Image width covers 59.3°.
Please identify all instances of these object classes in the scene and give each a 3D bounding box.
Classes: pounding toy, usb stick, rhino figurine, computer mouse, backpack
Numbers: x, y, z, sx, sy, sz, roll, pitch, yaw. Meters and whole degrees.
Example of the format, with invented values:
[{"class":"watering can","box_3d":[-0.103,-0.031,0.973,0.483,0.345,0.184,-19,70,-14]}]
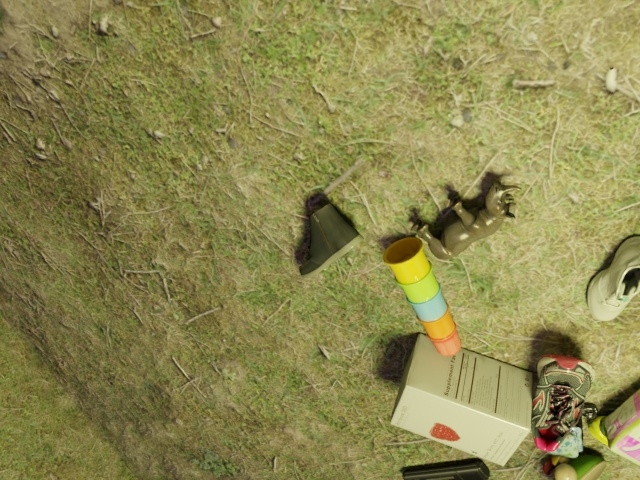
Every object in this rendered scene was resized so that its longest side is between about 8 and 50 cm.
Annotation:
[{"class":"pounding toy","box_3d":[0.627,0.609,1.467,0.110,0.237,0.183,44,118,41]},{"class":"usb stick","box_3d":[0.380,0.714,1.716,0.278,0.045,0.077,-25,121,35]},{"class":"rhino figurine","box_3d":[0.301,-0.042,1.133,0.106,0.073,0.243,45,128,-10]},{"class":"computer mouse","box_3d":[0.599,0.355,1.345,0.106,0.042,0.193,1,131,31]},{"class":"backpack","box_3d":[0.600,0.489,1.421,0.114,0.084,0.105,-1,123,27]}]

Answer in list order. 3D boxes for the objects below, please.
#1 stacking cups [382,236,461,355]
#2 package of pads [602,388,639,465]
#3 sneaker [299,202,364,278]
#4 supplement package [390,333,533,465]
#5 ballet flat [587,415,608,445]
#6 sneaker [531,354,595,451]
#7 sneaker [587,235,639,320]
[{"class":"stacking cups","box_3d":[0.247,0.143,1.285,0.096,0.096,0.316,-13,120,30]},{"class":"package of pads","box_3d":[0.806,0.399,1.237,0.229,0.101,0.296,28,123,-1]},{"class":"sneaker","box_3d":[0.000,0.000,1.301,0.118,0.083,0.222,54,136,2]},{"class":"supplement package","box_3d":[0.345,0.390,1.386,0.293,0.175,0.177,18,132,9]},{"class":"ballet flat","box_3d":[0.764,0.505,1.383,0.231,0.077,0.077,31,153,1]},{"class":"sneaker","box_3d":[0.544,0.367,1.271,0.121,0.112,0.299,9,135,23]},{"class":"sneaker","box_3d":[0.589,0.096,1.109,0.080,0.094,0.212,14,131,10]}]
